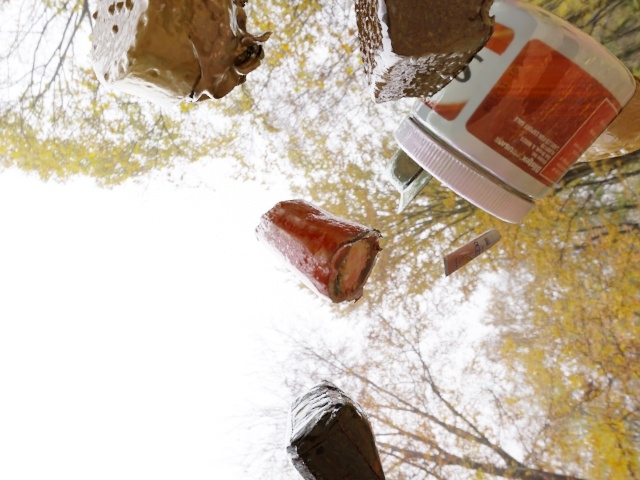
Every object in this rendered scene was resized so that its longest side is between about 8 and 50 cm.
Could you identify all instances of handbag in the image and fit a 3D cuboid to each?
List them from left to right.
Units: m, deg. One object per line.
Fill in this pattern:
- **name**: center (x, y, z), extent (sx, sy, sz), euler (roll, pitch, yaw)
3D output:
- **handbag**: center (0.026, 0.370, 0.776), extent (0.155, 0.215, 0.170), euler (-31, -91, -4)

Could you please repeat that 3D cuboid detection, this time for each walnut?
- **walnut**: center (0.498, -0.212, 0.731), extent (0.144, 0.180, 0.144), euler (0, -93, -9)

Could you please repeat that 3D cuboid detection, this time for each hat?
- **hat**: center (0.273, -0.219, 1.278), extent (0.130, 0.257, 0.257), euler (41, -126, 2)

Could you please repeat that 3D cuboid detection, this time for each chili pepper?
- **chili pepper**: center (0.000, 0.000, 1.135), extent (0.251, 0.305, 0.230), euler (-12, -49, -44)

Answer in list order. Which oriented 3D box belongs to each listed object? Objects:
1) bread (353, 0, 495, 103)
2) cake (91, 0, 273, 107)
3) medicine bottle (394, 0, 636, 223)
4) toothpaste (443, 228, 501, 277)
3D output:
- **bread**: center (0.081, -0.367, 0.424), extent (0.113, 0.165, 0.418), euler (-7, -85, -3)
- **cake**: center (-0.283, -0.437, 0.929), extent (0.320, 0.332, 0.333), euler (9, -107, -45)
- **medicine bottle**: center (0.280, -0.193, 0.651), extent (0.252, 0.241, 0.253), euler (27, -156, -13)
- **toothpaste**: center (0.390, 0.026, 1.109), extent (0.194, 0.042, 0.067), euler (-29, -56, -21)
